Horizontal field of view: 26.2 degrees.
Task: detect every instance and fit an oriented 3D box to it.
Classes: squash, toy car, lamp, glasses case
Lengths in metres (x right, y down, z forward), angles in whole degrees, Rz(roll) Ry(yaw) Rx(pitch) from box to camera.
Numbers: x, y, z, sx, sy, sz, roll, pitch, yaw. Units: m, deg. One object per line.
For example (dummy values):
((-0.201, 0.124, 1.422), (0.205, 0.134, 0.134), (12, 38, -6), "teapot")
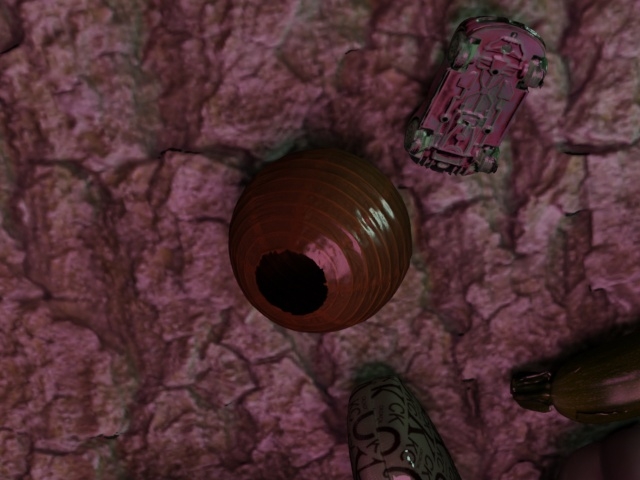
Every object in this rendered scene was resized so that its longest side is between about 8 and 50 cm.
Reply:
((0.308, 0.080, 1.108), (0.318, 0.080, 0.071), (-28, 157, 12), "squash")
((0.110, -0.105, 0.987), (0.069, 0.055, 0.142), (14, 132, -13), "toy car")
((0.000, 0.000, 0.995), (0.136, 0.136, 0.136), (-2, 121, -4), "lamp")
((0.099, 0.269, 1.158), (0.085, 0.137, 0.354), (-19, 121, 7), "glasses case")

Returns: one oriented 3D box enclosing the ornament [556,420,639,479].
((0.275, 0.236, 1.155), (0.178, 0.177, 0.177), (-2, 121, -4), "ornament")
